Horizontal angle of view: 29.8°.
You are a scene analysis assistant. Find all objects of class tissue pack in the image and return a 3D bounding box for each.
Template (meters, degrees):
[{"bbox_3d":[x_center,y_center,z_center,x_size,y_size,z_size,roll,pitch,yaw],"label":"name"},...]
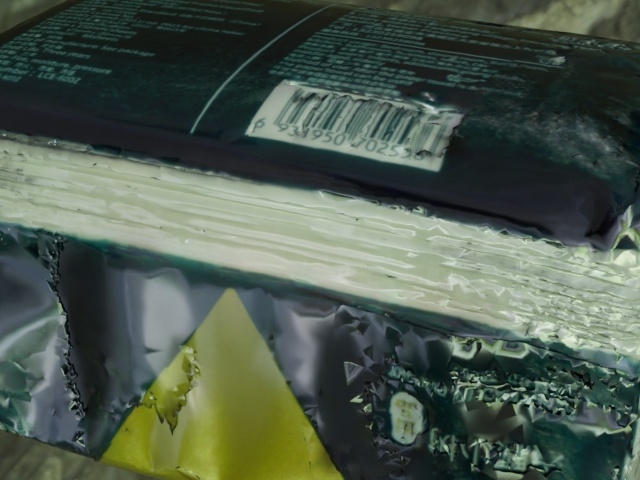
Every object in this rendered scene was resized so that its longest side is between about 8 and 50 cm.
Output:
[{"bbox_3d":[0.000,0.000,0.717,0.264,0.416,0.253,-52,149,-55],"label":"tissue pack"}]
